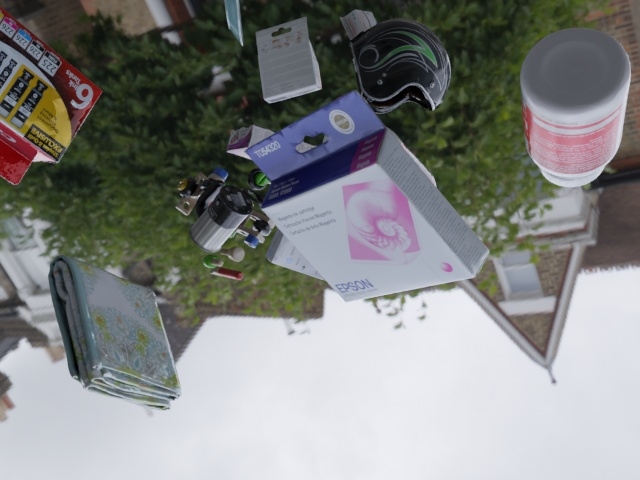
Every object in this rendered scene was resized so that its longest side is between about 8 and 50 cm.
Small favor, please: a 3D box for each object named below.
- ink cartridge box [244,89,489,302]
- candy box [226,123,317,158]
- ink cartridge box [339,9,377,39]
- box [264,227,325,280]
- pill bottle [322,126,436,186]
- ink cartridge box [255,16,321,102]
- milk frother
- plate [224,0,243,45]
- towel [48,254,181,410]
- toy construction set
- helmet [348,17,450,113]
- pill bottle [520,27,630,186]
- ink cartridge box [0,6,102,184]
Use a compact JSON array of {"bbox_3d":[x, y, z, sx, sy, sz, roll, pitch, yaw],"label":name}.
[{"bbox_3d":[0.048,-0.048,1.220,0.324,0.330,0.071,-18,-150,54],"label":"ink cartridge box"},{"bbox_3d":[-0.121,-0.250,2.115,0.159,0.234,0.071,4,-101,62],"label":"candy box"},{"bbox_3d":[0.074,-0.390,1.383,0.028,0.048,0.083,-27,176,32],"label":"ink cartridge box"},{"bbox_3d":[0.000,0.000,1.522,0.038,0.186,0.145,35,-77,56],"label":"box"},{"bbox_3d":[0.137,-0.168,1.806,0.176,0.318,0.176,-13,-117,27],"label":"pill bottle"},{"bbox_3d":[-0.081,-0.442,1.874,0.146,0.179,0.045,-11,168,21],"label":"ink cartridge box"},{"bbox_3d":[-0.197,-0.054,1.688,0.135,0.143,0.129,-45,-141,32],"label":"milk frother"},{"bbox_3d":[-0.153,-0.425,1.297,0.024,0.188,0.188,-6,-155,-2],"label":"plate"},{"bbox_3d":[-0.505,0.230,1.882,0.090,0.320,0.374,-34,-125,14],"label":"towel"},{"bbox_3d":[-0.283,-0.058,2.105,0.258,0.308,0.237,9,178,-42],"label":"toy construction set"},{"bbox_3d":[0.142,-0.300,1.325,0.162,0.169,0.169,-14,-155,4],"label":"helmet"},{"bbox_3d":[0.596,-0.292,1.799,0.229,0.407,0.228,-6,-114,14],"label":"pill bottle"},{"bbox_3d":[-0.678,-0.307,1.633,0.130,0.309,0.271,6,-116,45],"label":"ink cartridge box"}]
